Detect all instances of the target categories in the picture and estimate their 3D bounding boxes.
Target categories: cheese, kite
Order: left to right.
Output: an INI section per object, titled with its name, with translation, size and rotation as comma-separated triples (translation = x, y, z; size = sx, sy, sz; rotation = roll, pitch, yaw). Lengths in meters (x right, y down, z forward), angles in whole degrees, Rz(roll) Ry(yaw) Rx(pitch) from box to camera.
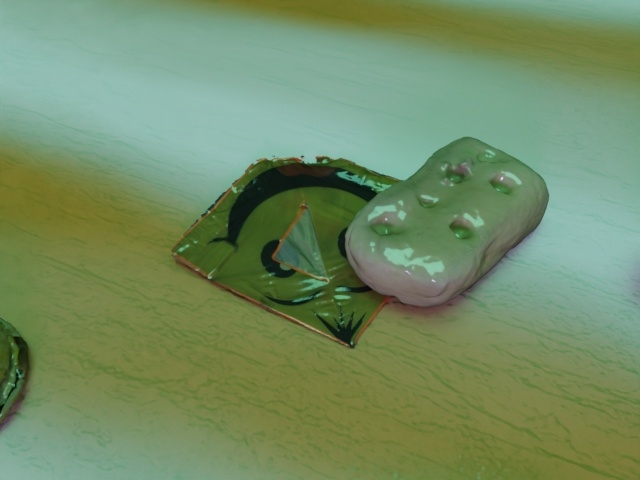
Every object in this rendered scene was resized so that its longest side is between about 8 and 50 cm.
[kite]
translation = 0.000, -0.002, 0.847
size = 0.377, 0.013, 0.327
rotation = -8, 49, -9
[cheese]
translation = 0.151, -0.027, 0.804
size = 0.159, 0.093, 0.263
rotation = 36, 57, 27

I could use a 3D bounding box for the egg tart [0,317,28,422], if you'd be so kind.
[egg tart]
translation = -0.421, 0.140, 0.692
size = 0.212, 0.090, 0.212
rotation = 1, 50, -1
